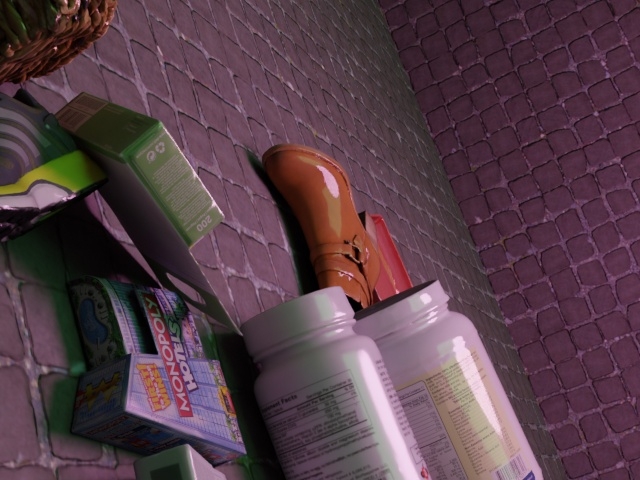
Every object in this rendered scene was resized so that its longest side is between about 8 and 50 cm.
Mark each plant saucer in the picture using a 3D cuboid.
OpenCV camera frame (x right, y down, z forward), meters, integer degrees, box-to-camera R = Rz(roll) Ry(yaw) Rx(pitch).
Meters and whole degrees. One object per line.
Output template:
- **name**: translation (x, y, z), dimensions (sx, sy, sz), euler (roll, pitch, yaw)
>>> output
- **plant saucer**: translation (0.113, 0.078, 1.779), dimensions (0.258, 0.047, 0.259), euler (67, 18, 6)

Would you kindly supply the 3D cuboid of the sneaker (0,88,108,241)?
- **sneaker**: translation (-0.280, -0.056, 0.765), dimensions (0.121, 0.111, 0.300), euler (56, 11, -5)

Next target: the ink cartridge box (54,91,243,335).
- **ink cartridge box**: translation (-0.156, -0.027, 0.942), dimensions (0.171, 0.056, 0.235), euler (24, -28, 49)

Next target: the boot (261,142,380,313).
- **boot**: translation (0.000, 0.000, 1.506), dimensions (0.283, 0.109, 0.220), euler (52, 30, -38)

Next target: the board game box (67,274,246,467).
- **board game box**: translation (-0.164, 0.122, 0.902), dimensions (0.194, 0.060, 0.194), euler (23, 45, -66)

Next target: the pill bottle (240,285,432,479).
- **pill bottle**: translation (0.016, 0.209, 1.135), dimensions (0.283, 0.160, 0.160), euler (68, 18, 10)

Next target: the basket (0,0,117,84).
- **basket**: translation (-0.295, -0.301, 0.840), dimensions (0.299, 0.213, 0.223), euler (63, 18, -8)

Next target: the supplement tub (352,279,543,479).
- **supplement tub**: translation (0.141, 0.241, 1.326), dimensions (0.325, 0.235, 0.235), euler (65, 17, 2)

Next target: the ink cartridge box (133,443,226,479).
- **ink cartridge box**: translation (-0.102, 0.296, 0.866), dimensions (0.232, 0.066, 0.189), euler (93, -20, -69)
